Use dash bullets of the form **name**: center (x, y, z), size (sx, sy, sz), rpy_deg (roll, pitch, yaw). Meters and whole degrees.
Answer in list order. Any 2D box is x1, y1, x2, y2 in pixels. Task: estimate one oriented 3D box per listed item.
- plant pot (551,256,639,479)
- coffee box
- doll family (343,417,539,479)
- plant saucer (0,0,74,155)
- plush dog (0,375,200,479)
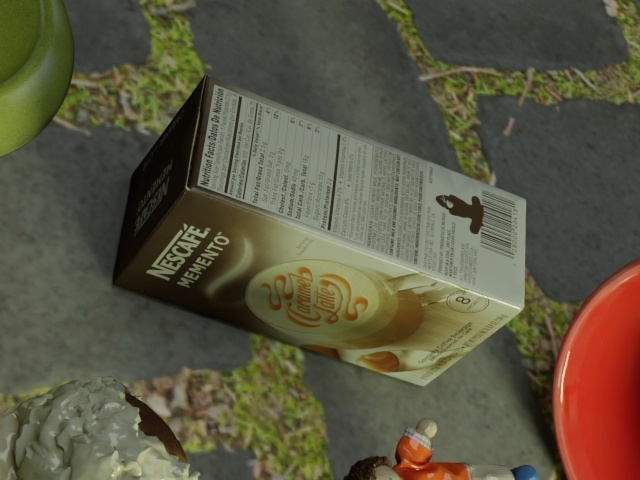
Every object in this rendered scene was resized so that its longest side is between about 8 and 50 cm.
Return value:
- **plant pot**: center (0.346, 0.106, 1.120), size (0.243, 0.275, 0.275), rpy_deg (-21, 74, -48)
- **coffee box**: center (0.000, 0.000, 1.045), size (0.247, 0.141, 0.098), rpy_deg (19, 54, -18)
- **doll family**: center (0.036, 0.244, 0.952), size (0.163, 0.118, 0.262), rpy_deg (10, 75, -33)
- **plant saucer**: center (-0.279, -0.162, 1.047), size (0.241, 0.037, 0.241), rpy_deg (14, 56, -22)
- **plush dog**: center (-0.165, 0.215, 0.751), size (0.211, 0.262, 0.225), rpy_deg (-10, 70, -24)
